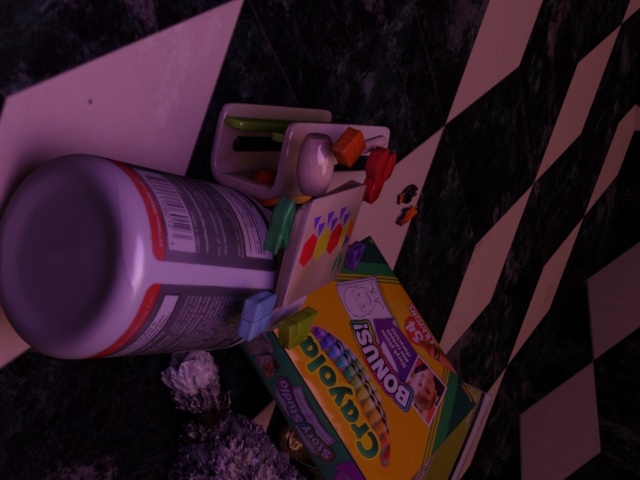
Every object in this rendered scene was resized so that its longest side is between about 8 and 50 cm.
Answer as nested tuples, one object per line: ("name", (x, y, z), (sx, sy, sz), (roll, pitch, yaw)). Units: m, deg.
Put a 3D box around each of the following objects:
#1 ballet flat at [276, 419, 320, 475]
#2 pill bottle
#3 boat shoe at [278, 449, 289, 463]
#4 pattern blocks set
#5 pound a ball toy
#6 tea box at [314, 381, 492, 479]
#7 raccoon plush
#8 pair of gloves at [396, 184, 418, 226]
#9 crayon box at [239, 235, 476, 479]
("ballet flat", (-0.024, 0.418, 1.582), (0.084, 0.058, 0.250), (-57, 149, -20))
("pill bottle", (-0.172, 0.029, 0.935), (0.363, 0.210, 0.210), (10, 100, -60))
("boat shoe", (-0.129, 0.479, 1.433), (0.083, 0.076, 0.226), (78, 31, -53))
("pattern blocks set", (0.000, 0.000, 0.969), (0.325, 0.026, 0.285), (-6, 117, -69))
("pound a ball toy", (-0.005, -0.105, 1.123), (0.319, 0.208, 0.135), (-11, 118, -57))
("tea box", (0.200, 0.445, 1.804), (0.329, 0.220, 0.323), (-65, 151, -6))
("raccoon plush", (-0.094, 0.394, 1.208), (0.216, 0.299, 0.446), (-51, 146, -27))
("pair of gloves", (0.180, -0.073, 1.646), (0.074, 0.010, 0.083), (-35, 134, -42))
("crayon box", (0.066, 0.215, 1.333), (0.106, 0.363, 0.313), (-33, 179, 42))
